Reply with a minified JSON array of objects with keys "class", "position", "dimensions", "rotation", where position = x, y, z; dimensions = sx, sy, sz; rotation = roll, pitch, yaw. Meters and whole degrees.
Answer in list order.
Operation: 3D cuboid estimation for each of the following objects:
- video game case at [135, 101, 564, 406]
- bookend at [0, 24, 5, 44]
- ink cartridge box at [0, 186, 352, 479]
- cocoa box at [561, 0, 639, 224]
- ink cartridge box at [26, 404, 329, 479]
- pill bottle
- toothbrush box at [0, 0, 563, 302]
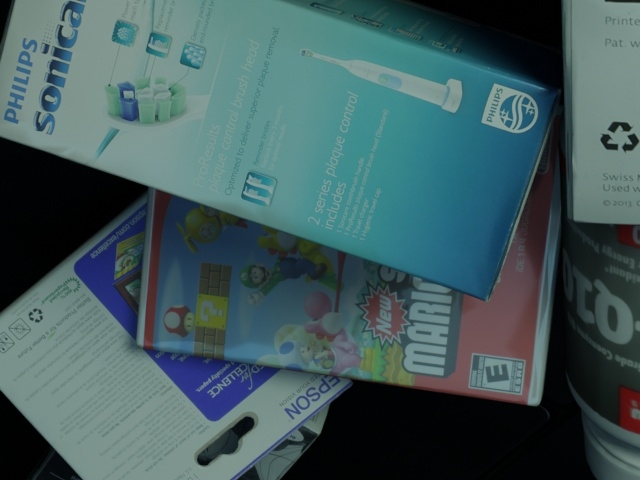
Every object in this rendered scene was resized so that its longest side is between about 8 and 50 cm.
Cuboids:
[{"class":"video game case","position":[0.020,-0.007,1.046],"dimensions":[0.285,0.025,0.204],"rotation":[7,99,11]},{"class":"bookend","position":[-0.329,-0.130,1.084],"dimensions":[0.156,0.072,0.157],"rotation":[38,129,-13]},{"class":"ink cartridge box","position":[-0.118,0.088,1.135],"dimensions":[0.206,0.045,0.208],"rotation":[-39,99,6]},{"class":"cocoa box","position":[0.303,-0.153,0.774],"dimensions":[0.347,0.228,0.231],"rotation":[3,128,13]},{"class":"ink cartridge box","position":[-0.140,0.191,1.289],"dimensions":[0.165,0.065,0.333],"rotation":[30,130,-9]},{"class":"pill bottle","position":[0.235,0.035,0.987],"dimensions":[0.161,0.161,0.283],"rotation":[3,128,15]},{"class":"toothbrush box","position":[-0.015,-0.091,0.905],"dimensions":[0.295,0.216,0.126],"rotation":[19,105,4]}]
